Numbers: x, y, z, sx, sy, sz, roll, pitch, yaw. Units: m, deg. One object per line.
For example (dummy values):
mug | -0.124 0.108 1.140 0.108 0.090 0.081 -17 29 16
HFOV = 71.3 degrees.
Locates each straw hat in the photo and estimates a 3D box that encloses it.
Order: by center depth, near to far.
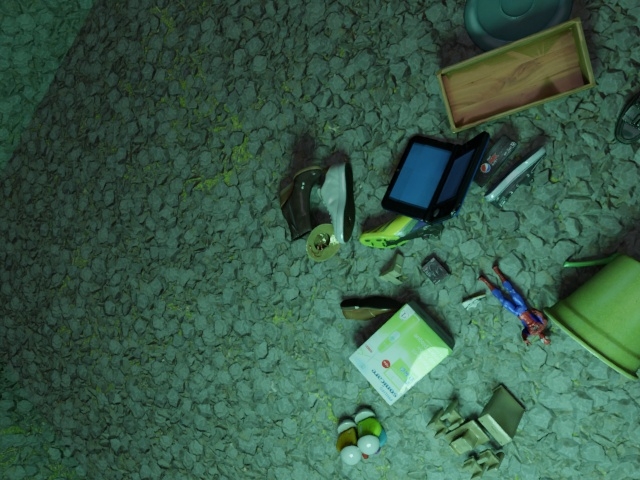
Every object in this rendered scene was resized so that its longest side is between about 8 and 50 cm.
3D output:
straw hat | 0.000 0.000 1.622 0.061 0.145 0.144 33 106 61

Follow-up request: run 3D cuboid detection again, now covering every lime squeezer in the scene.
lime squeezer | 0.889 0.103 1.293 0.311 0.059 0.109 29 100 17

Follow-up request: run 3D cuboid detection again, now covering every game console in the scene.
game console | 0.351 -0.213 1.395 0.174 0.250 0.292 26 79 -7

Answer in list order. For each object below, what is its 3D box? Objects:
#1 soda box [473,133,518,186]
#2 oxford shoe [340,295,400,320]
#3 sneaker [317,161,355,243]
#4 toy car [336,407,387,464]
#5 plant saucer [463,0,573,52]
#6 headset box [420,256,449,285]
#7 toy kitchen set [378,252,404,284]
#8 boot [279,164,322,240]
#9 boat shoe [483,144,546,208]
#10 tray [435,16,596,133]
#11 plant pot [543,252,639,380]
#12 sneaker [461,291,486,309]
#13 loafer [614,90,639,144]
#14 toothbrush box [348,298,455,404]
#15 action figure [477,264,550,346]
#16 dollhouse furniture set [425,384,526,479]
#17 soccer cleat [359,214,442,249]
soda box | 0.547 -0.251 1.419 0.060 0.053 0.168 42 104 16
oxford shoe | 0.179 0.244 1.565 0.213 0.076 0.075 -6 113 24
sneaker | 0.053 -0.129 1.591 0.123 0.106 0.289 -4 80 27
toy car | 0.150 0.692 1.545 0.182 0.159 0.136 -39 112 16
plant saucer | 0.614 -0.739 1.396 0.318 0.044 0.316 1 91 21
headset box | 0.382 0.100 1.497 0.062 0.032 0.083 -44 78 16
toy kitchen set | 0.260 0.104 1.549 0.068 0.075 0.083 33 144 -19
boot | -0.053 -0.131 1.593 0.248 0.090 0.206 -35 65 46
boat shoe | 0.618 -0.191 1.385 0.076 0.080 0.228 43 102 -3
tray | 0.588 -0.495 1.376 0.412 0.076 0.202 -15 96 19
plant pot | 0.806 0.183 1.202 0.276 0.276 0.253 39 106 16
sneaker | 0.505 0.199 1.456 0.083 0.032 0.036 -30 94 23
loafer | 0.936 -0.397 1.254 0.096 0.084 0.267 37 103 16
toothbrush box | 0.273 0.369 1.495 0.283 0.122 0.206 -47 75 16
action figure | 0.603 0.210 1.364 0.091 0.139 0.280 -42 79 17
dollhouse furniture set | 0.508 0.595 1.423 0.212 0.161 0.242 48 128 14
soccer cleat | 0.271 -0.047 1.521 0.290 0.093 0.121 -14 60 23
